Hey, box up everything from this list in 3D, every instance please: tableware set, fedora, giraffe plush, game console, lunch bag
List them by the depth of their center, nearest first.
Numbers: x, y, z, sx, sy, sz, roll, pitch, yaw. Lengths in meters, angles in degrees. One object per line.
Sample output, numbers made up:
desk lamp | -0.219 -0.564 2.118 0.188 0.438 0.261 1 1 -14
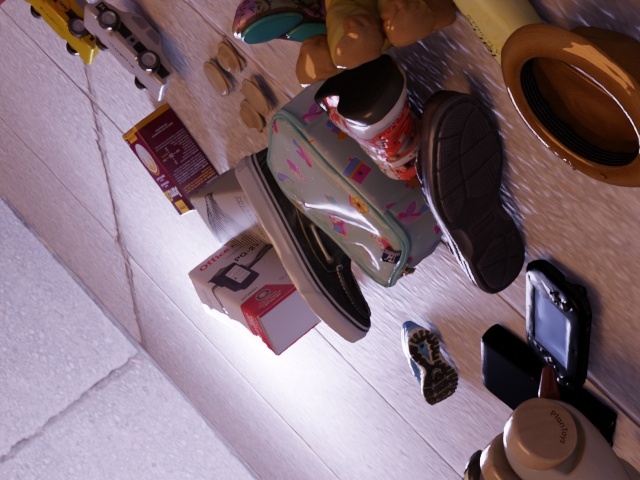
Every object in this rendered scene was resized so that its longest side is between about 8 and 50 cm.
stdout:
fedora | 0.261 -0.140 1.136 0.194 0.079 0.194 37 157 19
giraffe plush | 0.036 -0.281 1.310 0.210 0.181 0.170 -57 -55 -75
game console | 0.296 0.149 1.595 0.213 0.044 0.361 38 155 32
lunch bag | 0.047 -0.066 1.665 0.279 0.108 0.224 47 159 12
tableware set | -0.127 -0.236 1.874 0.141 0.020 0.169 53 161 2

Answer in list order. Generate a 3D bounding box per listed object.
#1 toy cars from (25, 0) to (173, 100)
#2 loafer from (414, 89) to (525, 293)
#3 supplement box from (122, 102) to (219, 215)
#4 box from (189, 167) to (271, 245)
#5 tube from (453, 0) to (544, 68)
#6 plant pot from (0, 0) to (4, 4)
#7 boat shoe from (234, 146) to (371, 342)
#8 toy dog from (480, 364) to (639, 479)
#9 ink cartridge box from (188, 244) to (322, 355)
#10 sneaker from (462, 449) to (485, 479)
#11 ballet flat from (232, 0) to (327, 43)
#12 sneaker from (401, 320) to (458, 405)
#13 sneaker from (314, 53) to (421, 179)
toy cars | -0.373 -0.370 2.087 0.394 0.087 0.176 30 155 39
loafer | 0.162 -0.059 1.450 0.095 0.109 0.302 36 158 45
supplement box | -0.269 -0.146 2.235 0.188 0.081 0.104 54 159 -8
box | -0.115 -0.059 2.036 0.113 0.094 0.275 57 159 -12
tube | 0.177 -0.226 1.205 0.240 0.062 0.070 52 -165 -15
plant pot | -0.571 -0.538 1.997 0.267 0.236 0.267 20 142 55
boat shoe | 0.000 0.000 1.850 0.335 0.119 0.121 58 -167 -11
toy dog | 0.357 0.267 1.499 0.334 0.161 0.220 34 150 -19
ink cartridge box | -0.093 0.077 2.105 0.237 0.172 0.100 26 147 50
sneaker | 0.318 0.441 1.912 0.108 0.100 0.271 -24 101 44
ballet flat | -0.043 -0.270 1.416 0.077 0.221 0.079 -28 81 31
sneaker | 0.169 0.190 1.930 0.073 0.063 0.162 52 165 58
sneaker | 0.086 -0.137 1.421 0.145 0.090 0.270 42 179 -15
